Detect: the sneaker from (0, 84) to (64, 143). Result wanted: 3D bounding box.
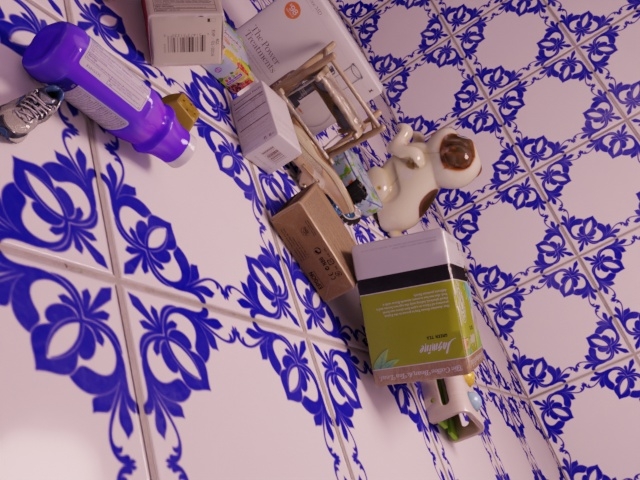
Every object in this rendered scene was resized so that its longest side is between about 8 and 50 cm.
[{"bbox_3d":[-0.383,-0.176,0.843,0.052,0.058,0.135,51,22,-24],"label":"sneaker"}]

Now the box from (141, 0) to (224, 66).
[{"bbox_3d":[-0.292,-0.484,1.318,0.127,0.148,0.232,104,-26,-53],"label":"box"}]

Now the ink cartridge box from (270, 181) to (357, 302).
[{"bbox_3d":[0.000,0.000,1.488,0.234,0.088,0.193,57,19,-9],"label":"ink cartridge box"}]

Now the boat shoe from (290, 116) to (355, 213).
[{"bbox_3d":[-0.019,-0.182,1.698,0.302,0.098,0.109,53,5,-14],"label":"boat shoe"}]

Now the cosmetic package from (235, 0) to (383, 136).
[{"bbox_3d":[-0.038,-0.516,1.843,0.377,0.284,0.097,53,20,-17],"label":"cosmetic package"}]

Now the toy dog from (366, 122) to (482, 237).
[{"bbox_3d":[0.343,-0.223,2.174,0.284,0.408,0.395,29,36,-55],"label":"toy dog"}]

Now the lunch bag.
[{"bbox_3d":[0.105,-0.180,2.005,0.176,0.090,0.219,16,47,-62],"label":"lunch bag"}]

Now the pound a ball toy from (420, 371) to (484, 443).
[{"bbox_3d":[0.380,0.401,1.781,0.208,0.136,0.319,47,24,-32],"label":"pound a ball toy"}]

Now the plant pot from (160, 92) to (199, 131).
[{"bbox_3d":[-0.267,-0.220,1.152,0.081,0.083,0.081,51,22,-23],"label":"plant pot"}]

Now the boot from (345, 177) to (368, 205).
[{"bbox_3d":[0.074,-0.149,1.867,0.121,0.099,0.045,52,19,-22],"label":"boot"}]

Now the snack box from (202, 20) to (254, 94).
[{"bbox_3d":[-0.264,-0.488,1.567,0.207,0.070,0.174,38,29,-49],"label":"snack box"}]

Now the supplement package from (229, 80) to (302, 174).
[{"bbox_3d":[-0.132,-0.270,1.524,0.105,0.105,0.179,33,33,-50],"label":"supplement package"}]

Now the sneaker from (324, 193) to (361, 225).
[{"bbox_3d":[0.035,-0.122,1.810,0.190,0.071,0.083,52,-2,-17],"label":"sneaker"}]

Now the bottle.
[{"bbox_3d":[-0.310,-0.214,0.988,0.283,0.118,0.092,39,72,-44],"label":"bottle"}]

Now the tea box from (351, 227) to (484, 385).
[{"bbox_3d":[0.242,0.160,1.527,0.329,0.220,0.323,12,68,-70],"label":"tea box"}]

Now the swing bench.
[{"bbox_3d":[0.004,-0.359,1.757,0.253,0.255,0.165,51,18,-22],"label":"swing bench"}]

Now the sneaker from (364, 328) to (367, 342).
[{"bbox_3d":[0.126,0.236,1.557,0.083,0.031,0.035,-68,139,-61],"label":"sneaker"}]
